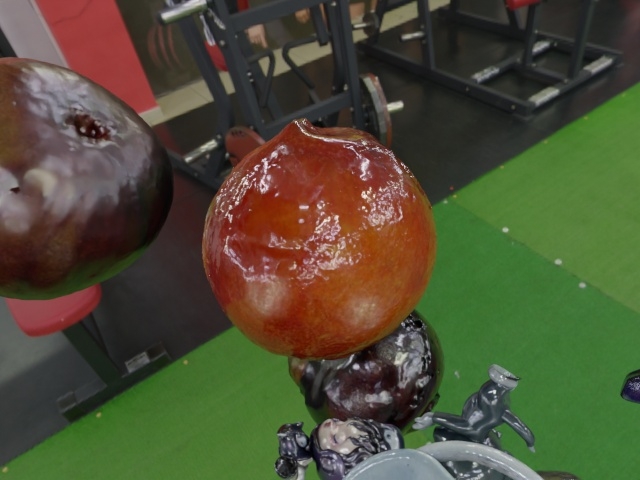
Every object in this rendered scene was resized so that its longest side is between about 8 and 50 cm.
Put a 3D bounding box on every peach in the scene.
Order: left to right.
[{"bbox_3d":[-0.001,0.000,0.743,0.373,0.371,0.290,14,14,25],"label":"peach"}]

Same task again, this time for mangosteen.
[{"bbox_3d":[0.116,0.300,1.233,0.382,0.380,0.421,-23,49,-13],"label":"mangosteen"}]

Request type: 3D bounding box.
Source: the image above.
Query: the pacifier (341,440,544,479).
[{"bbox_3d":[0.108,0.290,0.417,0.279,0.207,0.227,13,72,32],"label":"pacifier"}]

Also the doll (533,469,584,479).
[{"bbox_3d":[0.417,0.687,0.945,0.252,0.379,0.382,-8,64,-51],"label":"doll"}]

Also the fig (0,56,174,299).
[{"bbox_3d":[-0.265,-0.054,0.468,0.235,0.214,0.235,26,19,-10],"label":"fig"}]

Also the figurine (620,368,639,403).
[{"bbox_3d":[0.458,0.143,0.327,0.422,0.154,0.193,3,74,25],"label":"figurine"}]

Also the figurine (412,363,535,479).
[{"bbox_3d":[0.272,0.319,0.785,0.193,0.265,0.140,3,39,-33],"label":"figurine"}]

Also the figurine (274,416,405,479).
[{"bbox_3d":[0.037,0.376,0.817,0.223,0.145,0.145,-3,43,5],"label":"figurine"}]
